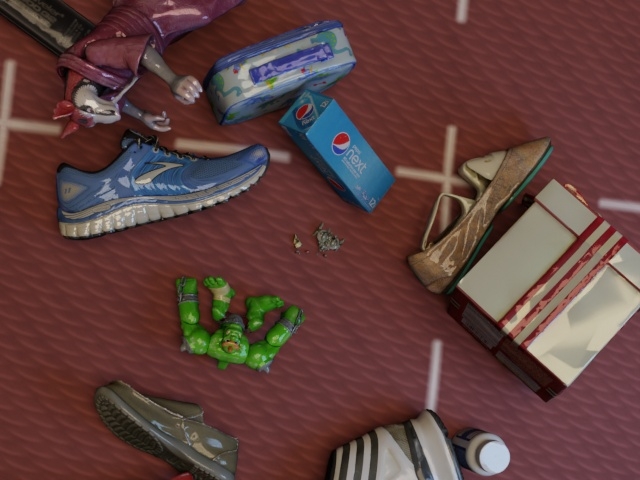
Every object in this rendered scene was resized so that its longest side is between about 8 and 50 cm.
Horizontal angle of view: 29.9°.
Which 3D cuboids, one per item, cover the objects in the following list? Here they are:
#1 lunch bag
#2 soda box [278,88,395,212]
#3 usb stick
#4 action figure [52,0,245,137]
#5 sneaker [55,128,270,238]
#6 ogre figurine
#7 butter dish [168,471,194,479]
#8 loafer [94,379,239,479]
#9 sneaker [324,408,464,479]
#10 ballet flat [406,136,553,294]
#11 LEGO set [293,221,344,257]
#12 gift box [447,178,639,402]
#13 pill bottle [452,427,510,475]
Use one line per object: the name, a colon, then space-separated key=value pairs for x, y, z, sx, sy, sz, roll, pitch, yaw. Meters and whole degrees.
lunch bag: x=-0.062 y=-0.253 z=1.797 sx=0.219 sy=0.176 sz=0.090 roll=-22 pitch=90 yaw=-11
soda box: x=0.028 y=-0.133 z=1.811 sx=0.071 sy=0.067 sz=0.210 roll=-52 pitch=136 yaw=-10
usb stick: x=-0.444 y=-0.357 z=1.787 sx=0.278 sy=0.045 sz=0.077 roll=36 pitch=72 yaw=-8
action figure: x=-0.266 y=-0.294 z=1.680 sx=0.276 sy=0.248 sz=0.370 roll=46 pitch=57 yaw=-10
sneaker: x=-0.235 y=-0.103 z=1.777 sx=0.330 sy=0.130 sz=0.147 roll=-14 pitch=93 yaw=-13
ogre figurine: x=-0.129 y=0.131 z=1.810 sx=0.197 sy=0.097 sz=0.118 roll=24 pitch=64 yaw=-25
butter dish: x=-0.257 y=0.435 z=1.756 sx=0.160 sy=0.118 sz=0.160 roll=-24 pitch=107 yaw=-52
loafer: x=-0.225 y=0.278 z=1.789 sx=0.251 sy=0.094 sz=0.087 roll=38 pitch=55 yaw=-17
sneaker: x=0.125 y=0.507 z=1.829 sx=0.257 sy=0.169 sz=0.447 roll=-17 pitch=83 yaw=-4
ballet flat: x=0.247 y=-0.063 z=1.896 sx=0.106 sy=0.107 sz=0.316 roll=37 pitch=79 yaw=-1
LEGO set: x=-0.001 y=0.003 z=1.875 sx=0.083 sy=0.023 sz=0.054 roll=-24 pitch=92 yaw=-13
gift box: x=0.355 y=0.069 z=1.842 sx=0.255 sy=0.276 sz=0.258 roll=44 pitch=83 yaw=6
pill bottle: x=0.251 y=0.330 z=1.864 sx=0.067 sy=0.120 sz=0.067 roll=1 pitch=87 yaw=-12
